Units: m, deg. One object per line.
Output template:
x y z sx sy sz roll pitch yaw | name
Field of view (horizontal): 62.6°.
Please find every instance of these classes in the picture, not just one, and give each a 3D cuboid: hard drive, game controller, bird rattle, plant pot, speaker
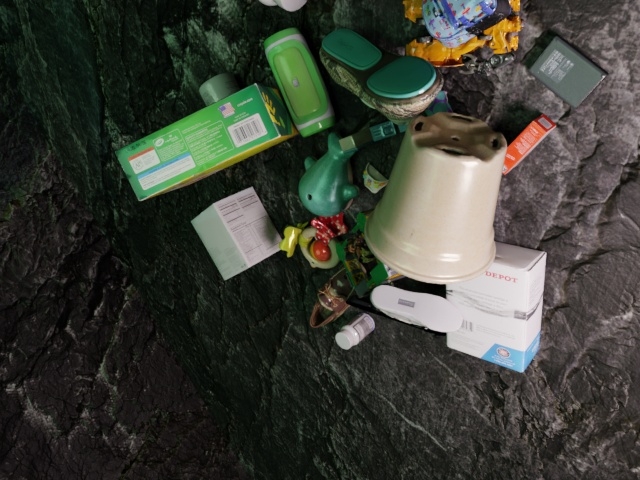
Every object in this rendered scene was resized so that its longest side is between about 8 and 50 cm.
0.531 -0.361 1.134 0.135 0.022 0.094 46 136 14 | hard drive
0.235 0.237 1.659 0.319 0.167 0.067 14 92 38 | game controller
0.000 0.000 1.805 0.254 0.143 0.206 -15 114 34 | bird rattle
0.289 -0.119 1.249 0.334 0.334 0.305 32 136 27 | plant pot
-0.059 -0.464 1.560 0.131 0.131 0.296 -14 102 47 | speaker

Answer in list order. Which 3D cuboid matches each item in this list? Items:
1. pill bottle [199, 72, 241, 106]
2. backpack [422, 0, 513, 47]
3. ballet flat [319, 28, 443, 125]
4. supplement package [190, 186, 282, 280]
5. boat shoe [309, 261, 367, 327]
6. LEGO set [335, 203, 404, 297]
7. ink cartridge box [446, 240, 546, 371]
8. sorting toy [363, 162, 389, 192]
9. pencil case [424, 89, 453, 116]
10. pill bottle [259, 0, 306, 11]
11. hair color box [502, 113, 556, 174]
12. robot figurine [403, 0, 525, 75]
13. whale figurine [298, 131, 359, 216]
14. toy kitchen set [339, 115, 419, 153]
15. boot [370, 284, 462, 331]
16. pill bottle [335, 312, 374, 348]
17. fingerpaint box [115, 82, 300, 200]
-0.305 -0.440 1.801 0.131 0.131 0.229 -25 94 48 | pill bottle
0.284 -0.496 1.102 0.173 0.117 0.158 -22 87 46 | backpack
0.159 -0.389 1.316 0.483 0.164 0.182 49 172 47 | ballet flat
-0.310 -0.025 1.991 0.199 0.198 0.262 -27 93 48 | supplement package
0.050 0.197 1.830 0.123 0.123 0.342 47 137 13 | boat shoe
0.201 0.033 1.590 0.254 0.192 0.331 63 155 24 | LEGO set
0.464 0.164 1.414 0.223 0.129 0.307 15 123 39 | ink cartridge box
0.156 -0.178 1.588 0.083 0.045 0.075 45 155 16 | sorting toy
0.318 -0.307 1.335 0.070 0.064 0.151 -30 91 19 | pencil case
-0.162 -0.757 1.465 0.278 0.162 0.162 38 134 22 | pill bottle
0.474 -0.223 1.229 0.043 0.072 0.141 47 136 12 | hair color box
0.328 -0.491 1.208 0.291 0.085 0.210 16 123 38 | robot figurine
0.021 -0.194 1.624 0.216 0.141 0.271 39 133 21 | whale figurine
0.186 -0.241 1.455 0.207 0.122 0.165 -10 105 46 | toy kitchen set
0.272 0.193 1.485 0.259 0.095 0.123 20 170 19 | boot
0.119 0.314 1.821 0.078 0.137 0.078 22 126 34 | pill bottle
-0.311 -0.299 1.574 0.445 0.371 0.163 -22 99 12 | fingerpaint box
